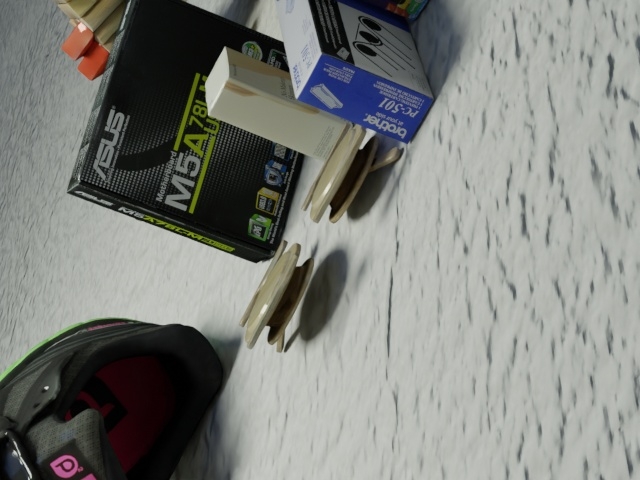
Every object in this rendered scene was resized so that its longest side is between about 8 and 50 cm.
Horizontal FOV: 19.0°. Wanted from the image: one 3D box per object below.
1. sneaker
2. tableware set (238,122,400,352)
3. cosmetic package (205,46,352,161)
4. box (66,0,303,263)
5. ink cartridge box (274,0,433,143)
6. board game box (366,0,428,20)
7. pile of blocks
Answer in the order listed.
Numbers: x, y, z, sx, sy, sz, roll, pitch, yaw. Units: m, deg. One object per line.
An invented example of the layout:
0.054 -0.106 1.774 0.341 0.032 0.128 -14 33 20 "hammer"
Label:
-0.255 0.215 1.552 0.202 0.185 0.483 -21 25 50 "sneaker"
0.000 0.000 1.484 0.194 0.039 0.128 -62 7 3 "tableware set"
-0.035 -0.111 1.571 0.041 0.115 0.060 -60 21 25 "cosmetic package"
-0.103 -0.099 1.640 0.045 0.184 0.191 -21 50 64 "box"
0.021 -0.157 1.493 0.046 0.097 0.207 -60 20 25 "ink cartridge box"
0.052 -0.265 1.457 0.170 0.141 0.048 -54 24 36 "board game box"
-0.210 -0.228 1.925 0.149 0.362 0.113 34 76 35 "pile of blocks"
